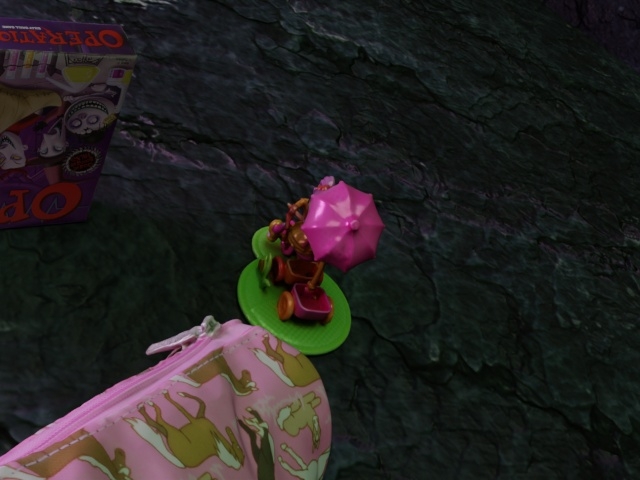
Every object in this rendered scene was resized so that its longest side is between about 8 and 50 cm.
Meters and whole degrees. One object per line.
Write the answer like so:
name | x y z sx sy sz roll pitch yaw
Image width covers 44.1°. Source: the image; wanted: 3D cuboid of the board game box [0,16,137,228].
board game box | -0.336 -0.084 0.627 0.346 0.208 0.056 -8 57 -37

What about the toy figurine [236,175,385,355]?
toy figurine | 0.000 0.000 0.795 0.130 0.159 0.173 9 44 -26

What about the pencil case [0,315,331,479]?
pencil case | -0.113 0.164 0.457 0.167 0.160 0.386 42 17 7
